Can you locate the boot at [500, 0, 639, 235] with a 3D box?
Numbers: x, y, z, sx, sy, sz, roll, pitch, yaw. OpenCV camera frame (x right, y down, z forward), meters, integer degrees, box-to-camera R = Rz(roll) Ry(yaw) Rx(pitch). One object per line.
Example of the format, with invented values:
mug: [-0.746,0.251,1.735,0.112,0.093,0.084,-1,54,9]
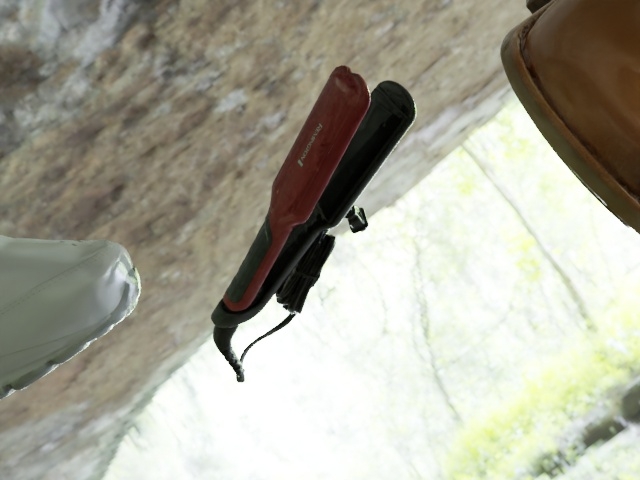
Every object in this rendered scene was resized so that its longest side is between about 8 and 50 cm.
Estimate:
boot: [0.211,-0.131,0.499,0.220,0.109,0.283,-35,16,30]

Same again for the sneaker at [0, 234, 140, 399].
sneaker: [-0.240,0.020,0.511,0.297,0.129,0.111,-4,15,4]

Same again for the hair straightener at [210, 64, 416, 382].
hair straightener: [0.000,0.000,0.650,0.089,0.047,0.230,5,-60,-42]
